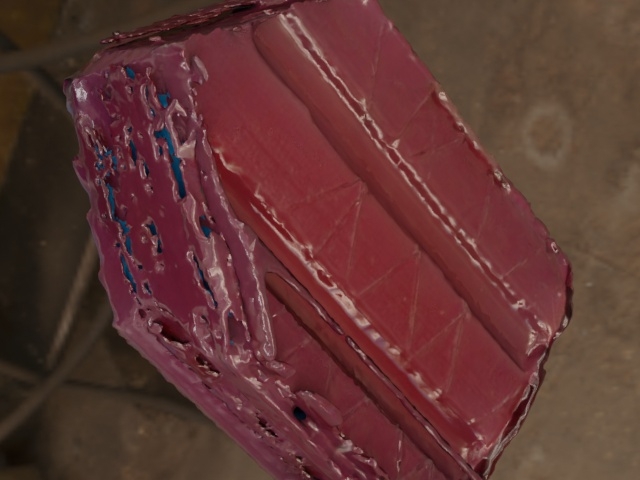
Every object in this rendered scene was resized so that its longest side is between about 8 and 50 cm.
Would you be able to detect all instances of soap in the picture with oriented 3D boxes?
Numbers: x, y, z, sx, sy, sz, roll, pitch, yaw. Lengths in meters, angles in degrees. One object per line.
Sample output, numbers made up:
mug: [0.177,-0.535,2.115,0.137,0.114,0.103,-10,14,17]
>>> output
soap: [0.000,0.000,0.615,0.099,0.250,0.162,5,53,50]
